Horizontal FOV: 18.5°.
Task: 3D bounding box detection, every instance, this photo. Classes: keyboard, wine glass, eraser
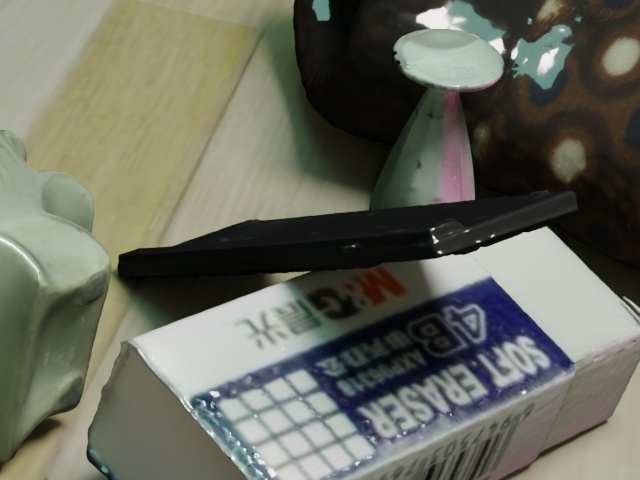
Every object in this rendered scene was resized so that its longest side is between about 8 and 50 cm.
[{"bbox_3d":[0.000,0.000,1.032,0.101,0.018,0.310,-17,7,-33],"label":"keyboard"},{"bbox_3d":[0.063,-0.040,1.134,0.073,0.155,0.073,4,39,-4],"label":"wine glass"},{"bbox_3d":[0.032,0.075,1.012,0.287,0.086,0.130,-18,52,-40],"label":"eraser"}]

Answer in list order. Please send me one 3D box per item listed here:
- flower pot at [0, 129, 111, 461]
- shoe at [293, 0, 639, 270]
[{"bbox_3d":[-0.289,0.040,0.934,0.254,0.164,0.367,32,39,21],"label":"flower pot"},{"bbox_3d":[0.124,-0.110,1.229,0.237,0.171,0.384,-1,34,-26],"label":"shoe"}]
